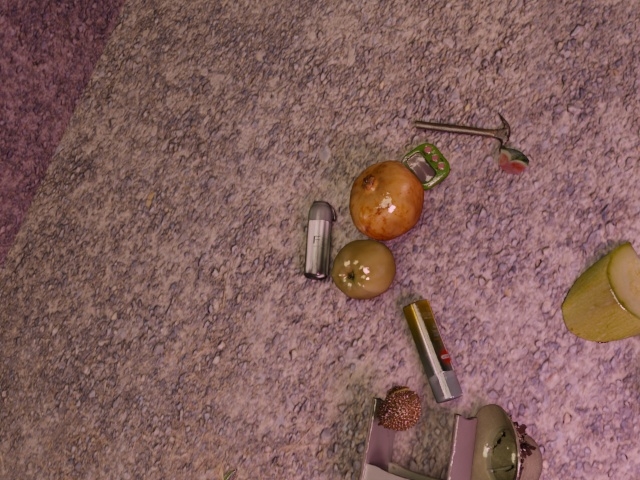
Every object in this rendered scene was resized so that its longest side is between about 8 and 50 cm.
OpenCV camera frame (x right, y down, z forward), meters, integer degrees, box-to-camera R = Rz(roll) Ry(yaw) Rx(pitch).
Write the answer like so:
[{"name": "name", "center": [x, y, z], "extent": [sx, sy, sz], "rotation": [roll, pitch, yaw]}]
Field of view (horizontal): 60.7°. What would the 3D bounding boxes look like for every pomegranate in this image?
[{"name": "pomegranate", "center": [0.196, -0.121, 1.642], "extent": [0.248, 0.248, 0.248], "rotation": [-5, 74, 19]}]

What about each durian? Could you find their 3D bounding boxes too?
[{"name": "durian", "center": [0.186, 0.434, 1.396], "extent": [0.140, 0.071, 0.110], "rotation": [-44, 53, 18]}]

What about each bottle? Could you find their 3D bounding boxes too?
[{"name": "bottle", "center": [0.000, 0.000, 1.766], "extent": [0.096, 0.079, 0.253], "rotation": [8, 76, -17]}, {"name": "bottle", "center": [0.319, 0.315, 1.561], "extent": [0.082, 0.082, 0.286], "rotation": [-22, 70, 13]}]

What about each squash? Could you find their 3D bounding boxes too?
[{"name": "squash", "center": [0.773, 0.155, 1.476], "extent": [0.204, 0.155, 0.236], "rotation": [-9, 66, -21]}]

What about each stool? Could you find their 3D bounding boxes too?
[{"name": "stool", "center": [0.258, 0.573, 1.441], "extent": [0.244, 0.170, 0.269], "rotation": [3, 75, 34]}]

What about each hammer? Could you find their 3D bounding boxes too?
[{"name": "hammer", "center": [0.445, -0.350, 1.725], "extent": [0.297, 0.027, 0.125], "rotation": [10, 80, 22]}]

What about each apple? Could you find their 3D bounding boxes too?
[{"name": "apple", "center": [0.129, 0.088, 1.636], "extent": [0.200, 0.200, 0.200], "rotation": [-5, 74, 19]}]

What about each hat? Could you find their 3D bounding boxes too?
[{"name": "hat", "center": [0.486, 0.558, 1.397], "extent": [0.130, 0.257, 0.257], "rotation": [13, 78, -12]}]

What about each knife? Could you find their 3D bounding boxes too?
[{"name": "knife", "center": [-0.311, 0.789, 1.694], "extent": [0.026, 0.022, 0.184], "rotation": [28, 85, -1]}]

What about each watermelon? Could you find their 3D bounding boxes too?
[{"name": "watermelon", "center": [0.571, -0.241, 1.633], "extent": [0.072, 0.084, 0.092], "rotation": [-42, 26, 27]}]

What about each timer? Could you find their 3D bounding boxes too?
[{"name": "timer", "center": [0.330, -0.231, 1.723], "extent": [0.128, 0.047, 0.140], "rotation": [-35, 67, 6]}]
